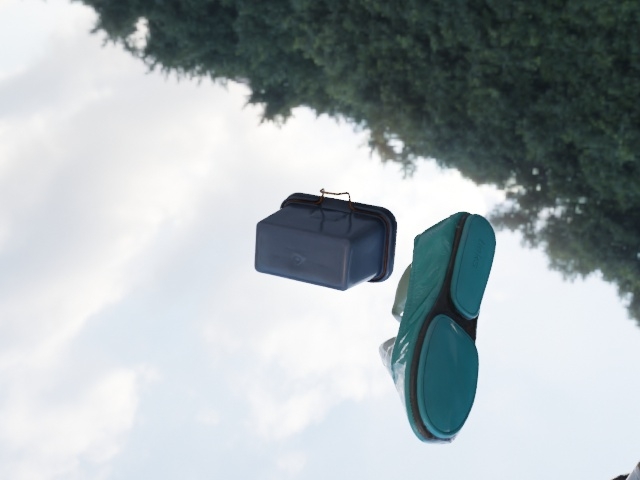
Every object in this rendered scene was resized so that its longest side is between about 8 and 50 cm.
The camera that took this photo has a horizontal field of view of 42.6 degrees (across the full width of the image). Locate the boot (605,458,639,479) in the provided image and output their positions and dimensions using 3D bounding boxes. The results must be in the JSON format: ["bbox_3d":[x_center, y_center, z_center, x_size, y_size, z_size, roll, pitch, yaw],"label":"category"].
[{"bbox_3d":[0.258,0.163,0.486,0.207,0.248,0.090,-4,-128,-12],"label":"boot"}]

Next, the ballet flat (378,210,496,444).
[{"bbox_3d":[0.100,0.080,0.739,0.087,0.083,0.247,-24,-145,41],"label":"ballet flat"}]

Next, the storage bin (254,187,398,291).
[{"bbox_3d":[0.000,0.000,0.843,0.135,0.098,0.091,11,-163,23],"label":"storage bin"}]
